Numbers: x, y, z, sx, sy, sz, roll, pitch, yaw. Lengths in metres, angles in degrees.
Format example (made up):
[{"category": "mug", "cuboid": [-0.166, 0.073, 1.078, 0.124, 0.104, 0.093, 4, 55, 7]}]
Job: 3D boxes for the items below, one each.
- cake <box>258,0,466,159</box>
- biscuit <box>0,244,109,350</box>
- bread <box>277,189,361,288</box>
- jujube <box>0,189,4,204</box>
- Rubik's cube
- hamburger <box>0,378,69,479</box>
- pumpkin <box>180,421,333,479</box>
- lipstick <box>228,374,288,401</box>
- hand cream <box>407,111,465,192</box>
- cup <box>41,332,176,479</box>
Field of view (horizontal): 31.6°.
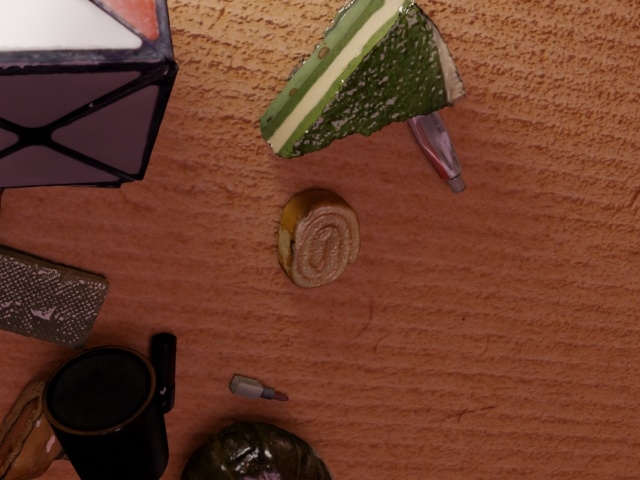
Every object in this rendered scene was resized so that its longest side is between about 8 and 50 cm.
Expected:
[{"category": "cake", "cuboid": [0.066, -0.204, 1.610, 0.172, 0.158, 0.283, 36, 101, -31]}, {"category": "biscuit", "cuboid": [-0.419, 0.083, 1.642, 0.199, 0.040, 0.121, 18, 108, -25]}, {"category": "bread", "cuboid": [0.000, 0.000, 1.731, 0.122, 0.073, 0.149, -5, 116, -20]}, {"category": "jujube", "cuboid": [-0.510, -0.007, 1.480, 0.216, 0.216, 0.342, 13, 101, -24]}, {"category": "Rubik's cube", "cuboid": [-0.342, -0.249, 1.311, 0.307, 0.305, 0.310, -4, 158, -19]}, {"category": "hamburger", "cuboid": [-0.430, 0.297, 1.721, 0.102, 0.087, 0.176, 26, 93, -46]}, {"category": "pumpkin", "cuboid": [-0.108, 0.422, 1.827, 0.260, 0.189, 0.260, -7, 115, -16]}, {"category": "lipstick", "cuboid": [-0.096, 0.246, 1.843, 0.107, 0.025, 0.025, 19, 107, -33]}, {"category": "hand cream", "cuboid": [0.170, -0.163, 1.741, 0.052, 0.038, 0.216, -42, 118, -25]}, {"category": "cup", "cuboid": [-0.277, 0.257, 1.681, 0.239, 0.166, 0.177, -31, 137, -23]}]
